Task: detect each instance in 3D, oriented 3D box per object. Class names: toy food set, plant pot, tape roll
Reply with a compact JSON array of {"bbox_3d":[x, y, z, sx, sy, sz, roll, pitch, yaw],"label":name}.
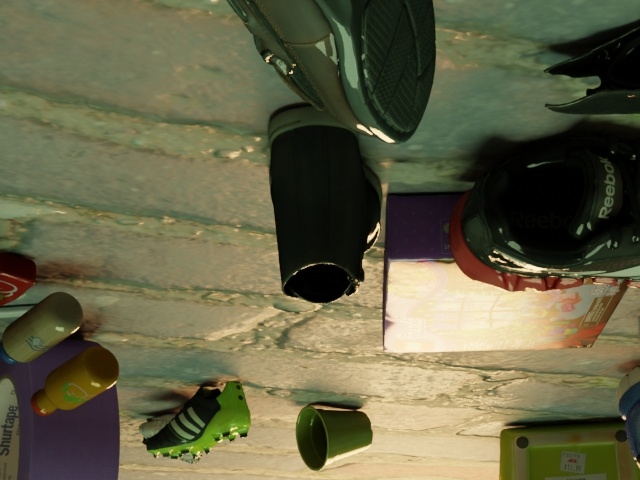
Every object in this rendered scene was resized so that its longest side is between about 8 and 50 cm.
[{"bbox_3d":[-0.298,0.079,1.257,0.232,0.111,0.104,16,145,-38],"label":"toy food set"},{"bbox_3d":[0.357,0.370,2.029,0.228,0.227,0.207,-4,155,10],"label":"plant pot"},{"bbox_3d":[-0.287,0.234,1.490,0.090,0.275,0.275,7,160,-24],"label":"tape roll"},{"bbox_3d":[0.022,0.248,1.879,0.079,0.083,0.083,-6,166,-31],"label":"plant pot"}]

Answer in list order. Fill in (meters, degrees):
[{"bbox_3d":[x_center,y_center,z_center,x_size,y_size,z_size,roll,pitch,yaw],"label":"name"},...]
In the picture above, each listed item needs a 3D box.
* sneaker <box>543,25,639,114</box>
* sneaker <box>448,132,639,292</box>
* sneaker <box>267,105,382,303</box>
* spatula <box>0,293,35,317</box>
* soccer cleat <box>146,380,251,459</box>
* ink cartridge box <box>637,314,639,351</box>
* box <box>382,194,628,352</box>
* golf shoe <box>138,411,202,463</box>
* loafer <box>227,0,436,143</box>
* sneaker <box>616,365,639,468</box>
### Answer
[{"bbox_3d":[0.223,-0.103,0.858,0.170,0.051,0.089,-14,162,42],"label":"sneaker"},{"bbox_3d":[0.228,-0.019,1.035,0.276,0.098,0.135,-1,164,6],"label":"sneaker"},{"bbox_3d":[0.000,0.000,1.048,0.083,0.118,0.222,-4,161,8],"label":"sneaker"},{"bbox_3d":[-0.383,0.060,1.366,0.242,0.019,0.168,-4,160,10],"label":"spatula"},{"bbox_3d":[-0.147,0.218,1.761,0.060,0.072,0.179,13,153,-42],"label":"soccer cleat"},{"bbox_3d":[0.451,0.126,1.476,0.237,0.100,0.172,-8,160,19],"label":"ink cartridge box"},{"bbox_3d":[0.154,0.034,1.254,0.201,0.057,0.293,-1,162,2],"label":"box"},{"bbox_3d":[-0.191,0.251,1.883,0.086,0.069,0.176,8,159,-8],"label":"golf shoe"},{"bbox_3d":[-0.010,-0.137,0.719,0.084,0.096,0.267,13,161,24],"label":"loafer"},{"bbox_3d":[0.504,0.230,1.659,0.330,0.147,0.130,2,149,3],"label":"sneaker"}]
